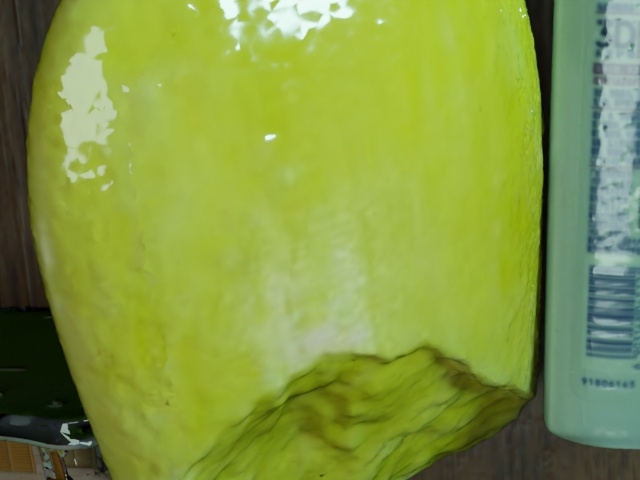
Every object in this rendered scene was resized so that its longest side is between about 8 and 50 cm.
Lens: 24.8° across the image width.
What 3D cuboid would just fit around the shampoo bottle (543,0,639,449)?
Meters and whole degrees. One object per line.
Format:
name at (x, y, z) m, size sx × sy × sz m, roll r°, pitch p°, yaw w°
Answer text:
shampoo bottle at (0.197, -0.060, 0.823) m, size 0.134 × 0.078 × 0.359 m, roll 1°, pitch 106°, yaw 7°

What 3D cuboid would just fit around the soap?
soap at (0.002, 0.002, 0.775) m, size 0.115 × 0.306 × 0.427 m, roll 36°, pitch 142°, yaw 51°

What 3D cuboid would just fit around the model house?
model house at (-0.188, 0.143, 0.943) m, size 0.294 × 0.207 × 0.154 m, roll -1°, pitch 107°, yaw 20°
